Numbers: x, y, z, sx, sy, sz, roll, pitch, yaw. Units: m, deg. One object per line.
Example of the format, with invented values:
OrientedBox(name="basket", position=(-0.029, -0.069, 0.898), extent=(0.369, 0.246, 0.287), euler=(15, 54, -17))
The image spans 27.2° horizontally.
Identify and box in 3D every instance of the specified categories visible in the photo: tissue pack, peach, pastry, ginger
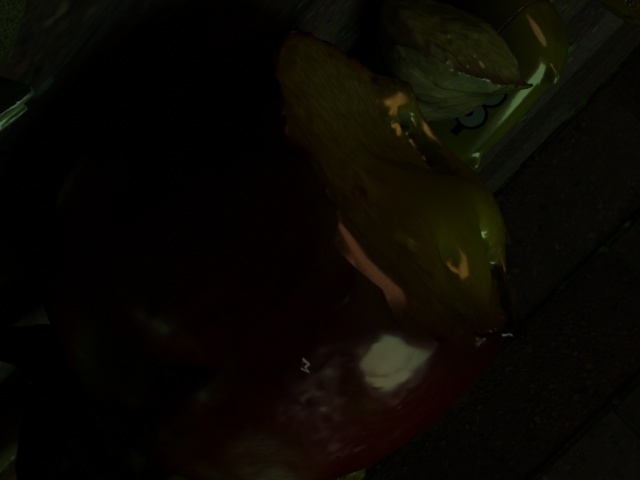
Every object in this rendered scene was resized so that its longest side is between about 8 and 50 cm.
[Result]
OrientedBox(name="tissue pack", position=(0.143, -0.154, 1.211), extent=(0.178, 0.127, 0.123), euler=(-48, 173, 27))
OrientedBox(name="peach", position=(0.000, 0.000, 0.814), extent=(0.338, 0.281, 0.281), euler=(-29, 164, -34))
OrientedBox(name="pastry", position=(-0.086, 0.129, 0.925), extent=(0.240, 0.235, 0.132), euler=(2, 144, -39))
OrientedBox(name="ginger", position=(0.074, -0.139, 1.064), extent=(0.122, 0.115, 0.193), euler=(-33, 167, 24))

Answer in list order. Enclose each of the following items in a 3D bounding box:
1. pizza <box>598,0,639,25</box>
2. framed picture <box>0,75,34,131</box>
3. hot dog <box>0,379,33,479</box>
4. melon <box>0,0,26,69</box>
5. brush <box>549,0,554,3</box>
OrientedBox(name="pizza", position=(0.387, -0.277, 1.535), extent=(0.188, 0.204, 0.081), euler=(-42, 163, -54))
OrientedBox(name="framed picture", position=(-0.195, -0.006, 0.467), extent=(0.183, 0.011, 0.142), euler=(-41, -149, -19))
OrientedBox(name="hot dog", position=(-0.274, 0.189, 1.104), extent=(0.269, 0.072, 0.109), euler=(-44, 173, 8))
OrientedBox(name="melon", position=(-0.162, -0.056, 0.397), extent=(0.162, 0.099, 0.099), euler=(-40, 171, -5))
OrientedBox(name="brush", position=(0.127, -0.163, 1.353), extent=(0.321, 0.050, 0.060), euler=(-44, 168, -12))
